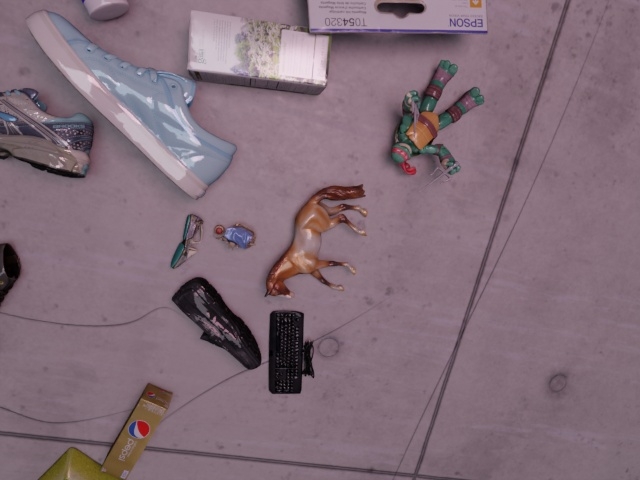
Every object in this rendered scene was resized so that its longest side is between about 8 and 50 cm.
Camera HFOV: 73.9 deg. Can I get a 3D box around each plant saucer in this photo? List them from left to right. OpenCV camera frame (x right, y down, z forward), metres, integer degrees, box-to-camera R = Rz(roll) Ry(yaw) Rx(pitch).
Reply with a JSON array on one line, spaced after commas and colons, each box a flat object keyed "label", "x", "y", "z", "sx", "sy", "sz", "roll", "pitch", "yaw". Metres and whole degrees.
[{"label": "plant saucer", "x": -0.516, "y": 0.560, "z": 0.891, "sx": 0.188, "sy": 0.045, "sz": 0.188, "roll": -45, "pitch": 105, "yaw": 2}]

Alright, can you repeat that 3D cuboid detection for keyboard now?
[{"label": "keyboard", "x": -0.059, "y": 0.243, "z": 0.904, "sx": 0.100, "sy": 0.038, "sz": 0.191, "roll": -1, "pitch": 103, "yaw": -10}]

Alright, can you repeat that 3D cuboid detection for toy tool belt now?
[{"label": "toy tool belt", "x": -0.166, "y": -0.008, "z": 0.824, "sx": 0.083, "sy": 0.051, "sz": 0.052, "roll": 18, "pitch": 98, "yaw": -12}]

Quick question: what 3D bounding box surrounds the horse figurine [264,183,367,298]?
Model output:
[{"label": "horse figurine", "x": 0.000, "y": 0.000, "z": 0.848, "sx": 0.175, "sy": 0.066, "sz": 0.263, "roll": 13, "pitch": 102, "yaw": -18}]

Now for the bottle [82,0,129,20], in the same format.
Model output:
[{"label": "bottle", "x": -0.393, "y": -0.500, "z": 0.660, "sx": 0.118, "sy": 0.092, "sz": 0.282, "roll": -22, "pitch": 105, "yaw": -6}]

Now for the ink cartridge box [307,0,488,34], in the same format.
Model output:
[{"label": "ink cartridge box", "x": 0.122, "y": -0.513, "z": 0.737, "sx": 0.325, "sy": 0.071, "sz": 0.329, "roll": -4, "pitch": 95, "yaw": -10}]

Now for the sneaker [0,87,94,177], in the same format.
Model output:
[{"label": "sneaker", "x": -0.525, "y": -0.199, "z": 0.713, "sx": 0.283, "sy": 0.110, "sz": 0.122, "roll": 17, "pitch": 81, "yaw": -15}]

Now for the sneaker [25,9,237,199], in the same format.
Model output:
[{"label": "sneaker", "x": -0.295, "y": -0.246, "z": 0.722, "sx": 0.150, "sy": 0.135, "sz": 0.366, "roll": -45, "pitch": 114, "yaw": -6}]

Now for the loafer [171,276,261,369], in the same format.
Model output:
[{"label": "loafer", "x": -0.203, "y": 0.174, "z": 0.849, "sx": 0.078, "sy": 0.076, "sz": 0.223, "roll": -37, "pitch": 100, "yaw": 5}]

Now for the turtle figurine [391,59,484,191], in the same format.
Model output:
[{"label": "turtle figurine", "x": 0.202, "y": -0.217, "z": 0.809, "sx": 0.175, "sy": 0.118, "sz": 0.234, "roll": 43, "pitch": 77, "yaw": -29}]

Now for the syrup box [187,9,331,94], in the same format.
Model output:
[{"label": "syrup box", "x": -0.106, "y": -0.322, "z": 0.744, "sx": 0.237, "sy": 0.096, "sz": 0.093, "roll": 3, "pitch": 99, "yaw": -10}]

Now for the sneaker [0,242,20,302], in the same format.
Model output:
[{"label": "sneaker", "x": -0.603, "y": 0.115, "z": 0.762, "sx": 0.118, "sy": 0.083, "sz": 0.221, "roll": -6, "pitch": 102, "yaw": -9}]

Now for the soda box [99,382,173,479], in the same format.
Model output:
[{"label": "soda box", "x": -0.374, "y": 0.389, "z": 0.869, "sx": 0.058, "sy": 0.061, "sz": 0.181, "roll": 30, "pitch": 96, "yaw": -14}]

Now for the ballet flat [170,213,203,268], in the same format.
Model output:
[{"label": "ballet flat", "x": -0.253, "y": 0.006, "z": 0.821, "sx": 0.041, "sy": 0.041, "sz": 0.114, "roll": 20, "pitch": 99, "yaw": -13}]
